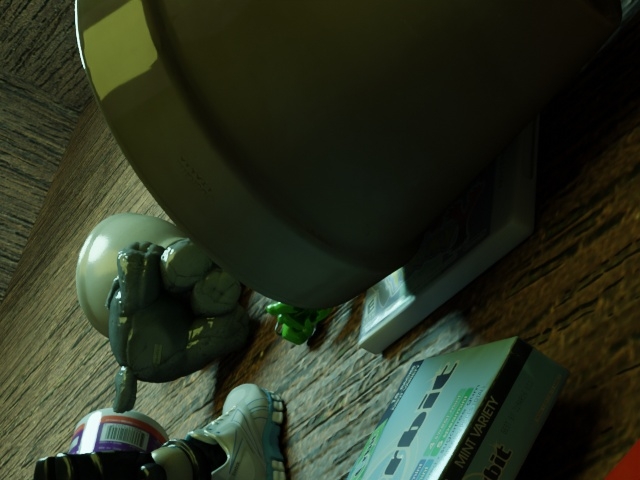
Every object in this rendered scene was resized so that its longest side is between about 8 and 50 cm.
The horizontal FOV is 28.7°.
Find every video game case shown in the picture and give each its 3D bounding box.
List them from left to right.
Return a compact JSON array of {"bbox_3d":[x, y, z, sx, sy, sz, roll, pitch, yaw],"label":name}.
[{"bbox_3d":[0.101,-0.029,0.983,0.201,0.023,0.183,-44,25,45],"label":"video game case"}]

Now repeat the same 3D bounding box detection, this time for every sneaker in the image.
[{"bbox_3d":[-0.080,0.175,1.099,0.071,0.083,0.191,-59,17,16],"label":"sneaker"}]

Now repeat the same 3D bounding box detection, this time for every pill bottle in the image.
[{"bbox_3d":[-0.222,0.279,1.297,0.108,0.108,0.193,-49,22,36],"label":"pill bottle"}]

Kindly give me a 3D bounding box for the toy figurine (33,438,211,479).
[{"bbox_3d":[-0.139,0.274,0.944,0.213,0.148,0.209,41,111,38],"label":"toy figurine"}]

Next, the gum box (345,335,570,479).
[{"bbox_3d":[0.061,0.140,0.746,0.157,0.041,0.184,-58,7,-16],"label":"gum box"}]

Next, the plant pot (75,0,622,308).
[{"bbox_3d":[0.040,-0.154,0.873,0.280,0.323,0.323,-32,32,28],"label":"plant pot"}]

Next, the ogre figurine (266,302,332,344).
[{"bbox_3d":[0.000,0.000,1.106,0.197,0.096,0.118,73,-152,-48],"label":"ogre figurine"}]

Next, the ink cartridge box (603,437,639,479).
[{"bbox_3d":[0.116,0.184,0.613,0.179,0.045,0.145,-57,19,26],"label":"ink cartridge box"}]

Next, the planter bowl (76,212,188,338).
[{"bbox_3d":[-0.201,0.046,1.525,0.109,0.162,0.162,1,62,42],"label":"planter bowl"}]

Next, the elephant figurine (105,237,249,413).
[{"bbox_3d":[-0.153,0.061,1.399,0.239,0.186,0.169,-110,6,-79],"label":"elephant figurine"}]
